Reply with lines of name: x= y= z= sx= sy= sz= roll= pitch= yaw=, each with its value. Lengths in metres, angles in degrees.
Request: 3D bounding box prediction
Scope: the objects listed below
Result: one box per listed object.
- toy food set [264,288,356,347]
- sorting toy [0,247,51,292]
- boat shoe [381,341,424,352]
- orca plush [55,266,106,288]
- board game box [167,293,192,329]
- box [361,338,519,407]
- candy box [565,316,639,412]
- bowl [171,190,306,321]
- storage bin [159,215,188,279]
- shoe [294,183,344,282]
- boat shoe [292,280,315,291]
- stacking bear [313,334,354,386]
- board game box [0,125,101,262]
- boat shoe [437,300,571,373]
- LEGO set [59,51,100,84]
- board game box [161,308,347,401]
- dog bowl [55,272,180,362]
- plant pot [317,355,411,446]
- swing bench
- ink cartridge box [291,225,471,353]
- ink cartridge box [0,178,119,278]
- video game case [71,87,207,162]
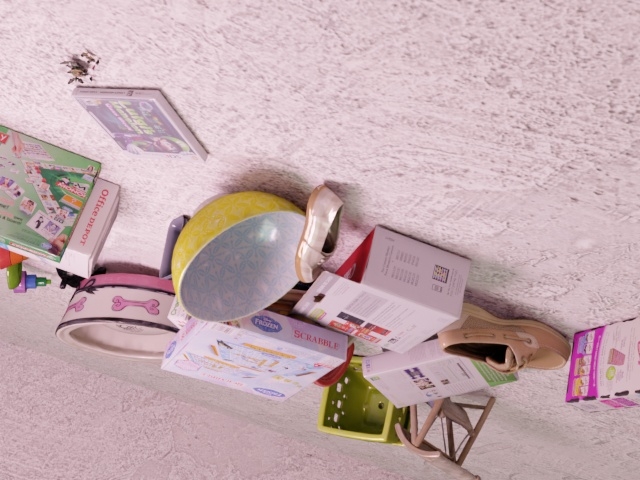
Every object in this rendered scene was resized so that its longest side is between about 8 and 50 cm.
toy food set: x=-0.070 y=0.200 z=1.830 sx=0.306 sy=0.092 sz=0.220 roll=8 pitch=149 yaw=-18
sorting toy: x=-0.802 y=0.063 z=2.236 sx=0.126 sy=0.127 sz=0.365 roll=-1 pitch=157 yaw=-13
boat shoe: x=0.241 y=0.294 z=2.037 sx=0.088 sy=0.096 sz=0.267 roll=-26 pitch=132 yaw=22
orca plush: x=-0.655 y=0.090 z=2.168 sx=0.151 sy=0.102 sz=0.287 roll=27 pitch=154 yaw=-23
board game box: x=-0.251 y=0.158 z=1.933 sx=0.053 sy=0.193 sz=0.305 roll=7 pitch=154 yaw=20
box: x=0.290 y=0.309 z=1.939 sx=0.321 sy=0.059 sz=0.232 roll=-16 pitch=145 yaw=19
candy box: x=0.595 y=0.246 z=1.597 sx=0.071 sy=0.159 sz=0.233 roll=23 pitch=157 yaw=-16
bowl: x=-0.165 y=0.002 z=1.536 sx=0.156 sy=0.289 sz=0.289 roll=53 pitch=179 yaw=34
storage bin: x=-0.281 y=0.025 z=1.751 sx=0.091 sy=0.135 sz=0.098 roll=17 pitch=159 yaw=-30
shoe: x=0.000 y=0.000 z=1.470 sx=0.058 sy=0.076 sz=0.219 roll=26 pitch=133 yaw=17
boat shoe: x=-0.090 y=0.133 z=1.897 sx=0.109 sy=0.089 sz=0.258 roll=25 pitch=155 yaw=-19
stacking bear: x=-0.082 y=0.302 z=2.199 sx=0.289 sy=0.164 sz=0.175 roll=0 pitch=152 yaw=43
board game box: x=-0.615 y=-0.109 z=1.562 sx=0.317 sy=0.214 sz=0.046 roll=21 pitch=156 yaw=-8
boat shoe: x=0.386 y=0.230 z=1.703 sx=0.341 sy=0.110 sz=0.122 roll=17 pitch=137 yaw=-20
LEGO set: x=-0.379 y=-0.276 z=1.282 sx=0.083 sy=0.023 sz=0.054 roll=-15 pitch=146 yaw=29
board game box: x=-0.152 y=0.249 z=1.794 sx=0.318 sy=0.066 sz=0.318 roll=20 pitch=145 yaw=-21
dog bowl: x=-0.500 y=0.214 z=2.201 sx=0.407 sy=0.150 sz=0.408 roll=4 pitch=158 yaw=2
plant pot: x=0.150 y=0.470 z=2.326 sx=0.227 sy=0.228 sz=0.207 roll=2 pitch=160 yaw=31
swing bench: x=0.339 y=0.508 z=2.228 sx=0.165 sy=0.255 sz=0.253 roll=-2 pitch=150 yaw=37
ink cartridge box: x=0.111 y=0.098 z=1.631 sx=0.271 sy=0.130 sz=0.309 roll=20 pitch=156 yaw=-8
ink cartridge box: x=-0.564 y=-0.052 z=1.706 sx=0.232 sy=0.171 sz=0.168 roll=21 pitch=157 yaw=-8
video game case: x=-0.310 y=-0.198 z=1.399 sx=0.173 sy=0.022 sz=0.190 roll=6 pitch=154 yaw=23
